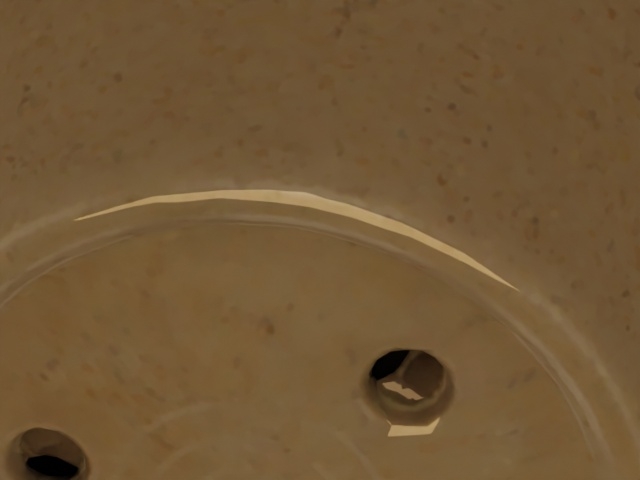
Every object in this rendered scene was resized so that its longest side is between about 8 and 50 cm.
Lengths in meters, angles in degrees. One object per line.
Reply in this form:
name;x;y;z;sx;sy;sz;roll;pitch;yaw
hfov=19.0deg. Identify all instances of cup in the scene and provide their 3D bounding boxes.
cup;0.000;0.000;0.495;0.331;0.237;0.331;4;120;6
